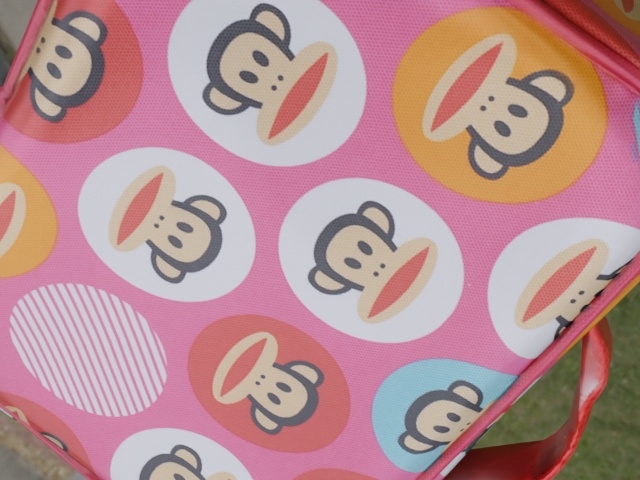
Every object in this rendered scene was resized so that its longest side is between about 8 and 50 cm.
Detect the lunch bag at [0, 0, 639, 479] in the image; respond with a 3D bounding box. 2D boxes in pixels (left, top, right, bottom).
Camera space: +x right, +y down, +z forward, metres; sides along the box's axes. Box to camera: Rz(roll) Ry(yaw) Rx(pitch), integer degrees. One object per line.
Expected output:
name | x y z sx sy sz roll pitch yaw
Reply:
lunch bag | 0.000 0.000 0.407 0.258 0.120 0.293 37 123 -4
